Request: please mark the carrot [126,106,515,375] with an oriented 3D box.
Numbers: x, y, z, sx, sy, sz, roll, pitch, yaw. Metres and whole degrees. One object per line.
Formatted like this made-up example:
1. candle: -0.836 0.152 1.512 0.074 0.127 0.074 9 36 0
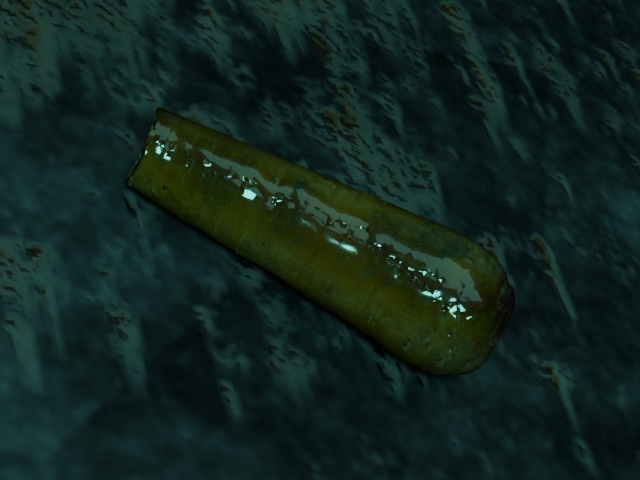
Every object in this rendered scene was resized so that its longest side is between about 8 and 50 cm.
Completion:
1. carrot: 0.000 0.000 0.750 0.161 0.055 0.055 27 38 0
